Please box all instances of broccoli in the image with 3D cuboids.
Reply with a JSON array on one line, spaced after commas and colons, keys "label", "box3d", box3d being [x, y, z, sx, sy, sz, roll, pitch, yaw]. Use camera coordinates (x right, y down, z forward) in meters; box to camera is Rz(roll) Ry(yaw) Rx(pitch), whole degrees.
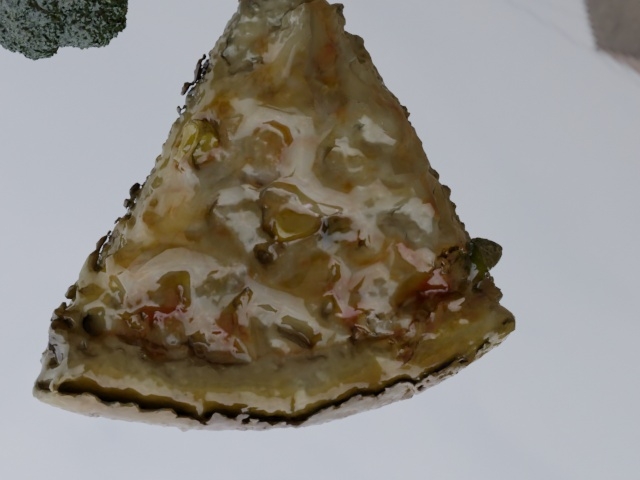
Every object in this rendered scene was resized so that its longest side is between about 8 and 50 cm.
[{"label": "broccoli", "box3d": [-0.207, -0.226, 1.147, 0.145, 0.162, 0.138, -2, -172, 17]}]

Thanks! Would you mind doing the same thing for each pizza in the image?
[{"label": "pizza", "box3d": [-0.001, 0.031, 1.313, 0.391, 0.435, 0.080, 29, -170, -21]}]
